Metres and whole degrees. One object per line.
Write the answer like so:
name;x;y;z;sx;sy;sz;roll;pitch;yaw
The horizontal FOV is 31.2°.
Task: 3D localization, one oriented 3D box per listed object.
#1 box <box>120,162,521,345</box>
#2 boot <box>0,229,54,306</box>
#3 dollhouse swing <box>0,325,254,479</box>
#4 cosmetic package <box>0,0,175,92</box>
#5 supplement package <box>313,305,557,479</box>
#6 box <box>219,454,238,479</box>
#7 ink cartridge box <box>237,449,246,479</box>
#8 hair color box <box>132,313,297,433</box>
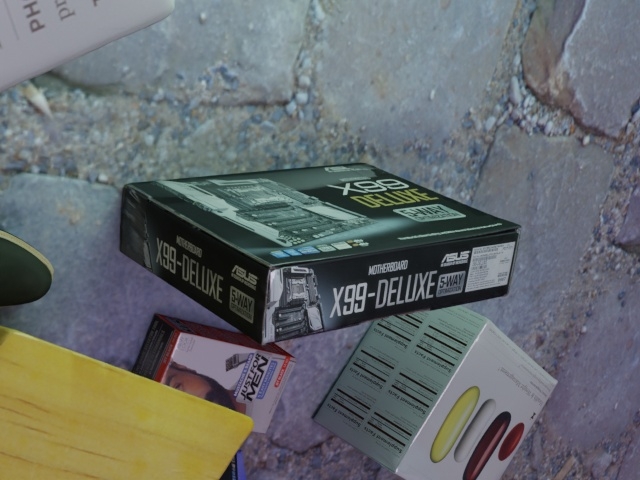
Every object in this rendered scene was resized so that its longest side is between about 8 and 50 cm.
box;0.000;0.000;1.106;0.307;0.242;0.077;-8;114;-38
boot;-0.287;0.036;0.946;0.198;0.137;0.077;15;98;-44
dollhouse swing;-0.295;0.210;0.821;0.315;0.346;0.305;30;71;-44
cosmetic package;-0.357;-0.231;0.635;0.393;0.329;0.327;-31;127;-26
supplement package;0.141;0.192;1.377;0.194;0.149;0.203;38;81;-44
box;-0.121;0.221;1.199;0.067;0.083;0.018;22;124;-23
ink cartridge box;-0.145;0.425;1.231;0.270;0.151;0.395;3;108;-41
hair color box;-0.113;0.142;1.203;0.167;0.053;0.093;18;97;-43
